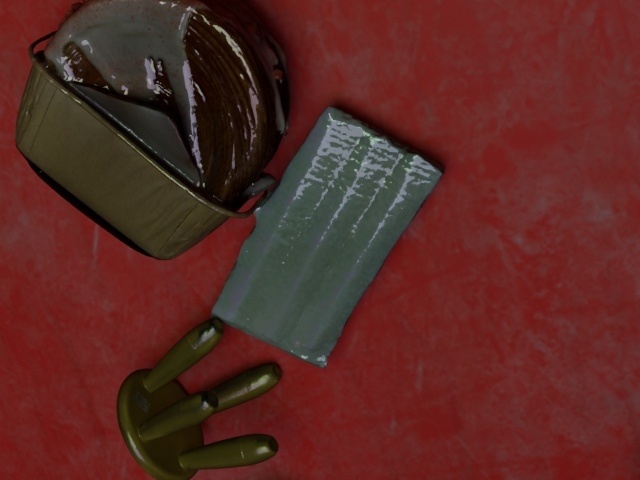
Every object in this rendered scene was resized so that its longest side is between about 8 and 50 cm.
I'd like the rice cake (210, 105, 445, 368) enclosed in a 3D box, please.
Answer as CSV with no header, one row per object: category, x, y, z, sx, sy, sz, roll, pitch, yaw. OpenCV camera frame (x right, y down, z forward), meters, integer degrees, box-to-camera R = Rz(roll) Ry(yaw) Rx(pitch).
rice cake,0.000,0.000,1.282,0.127,0.043,0.237,29,116,-1

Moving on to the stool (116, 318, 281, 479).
stool,-0.108,0.148,1.330,0.110,0.135,0.134,-26,85,28

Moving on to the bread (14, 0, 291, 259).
bread,-0.130,-0.108,1.199,0.224,0.142,0.212,38,117,-1
